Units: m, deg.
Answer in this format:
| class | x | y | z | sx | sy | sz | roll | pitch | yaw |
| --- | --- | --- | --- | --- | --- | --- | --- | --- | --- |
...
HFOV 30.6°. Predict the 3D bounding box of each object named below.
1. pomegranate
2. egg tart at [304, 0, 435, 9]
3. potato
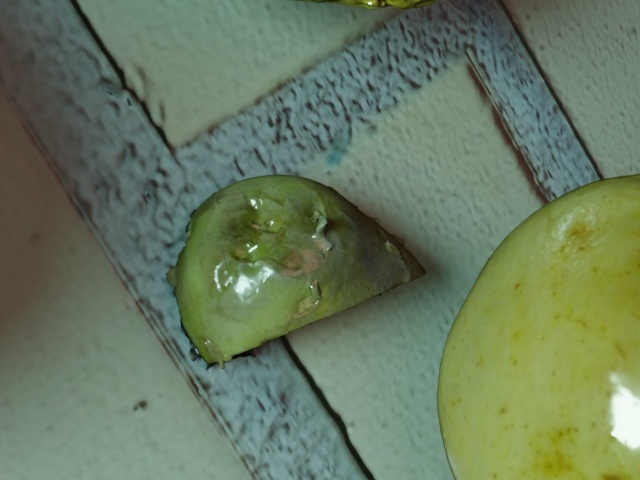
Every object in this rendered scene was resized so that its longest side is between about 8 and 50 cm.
| class | x | y | z | sx | sy | sz | roll | pitch | yaw |
| --- | --- | --- | --- | --- | --- | --- | --- | --- | --- |
| pomegranate | 0.212 | 0.108 | 0.688 | 0.307 | 0.307 | 0.307 | 11 | 70 | -34 |
| egg tart | -0.020 | -0.289 | 0.710 | 0.339 | 0.153 | 0.351 | 21 | 65 | -30 |
| potato | 0.000 | 0.000 | 0.681 | 0.172 | 0.089 | 0.100 | -18 | 85 | -37 |
